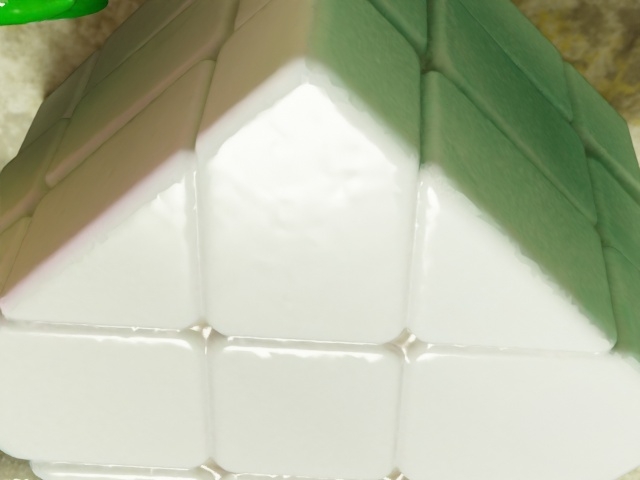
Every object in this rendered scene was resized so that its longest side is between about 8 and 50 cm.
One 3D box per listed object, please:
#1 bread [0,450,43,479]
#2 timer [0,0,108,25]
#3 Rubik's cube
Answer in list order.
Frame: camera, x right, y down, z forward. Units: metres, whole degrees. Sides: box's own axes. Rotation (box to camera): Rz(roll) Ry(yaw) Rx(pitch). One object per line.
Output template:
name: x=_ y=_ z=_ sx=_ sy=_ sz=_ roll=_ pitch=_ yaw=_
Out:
bread: x=-0.303 y=0.263 z=1.108 sx=0.337 sy=0.102 sz=0.183 roll=-19 pitch=106 yaw=-2
timer: x=-0.260 y=-0.146 z=0.732 sx=0.285 sy=0.285 sz=0.285 roll=2 pitch=127 yaw=3
Rubik's cube: x=0.000 y=0.000 z=0.782 sx=0.318 sy=0.316 sz=0.322 roll=-37 pitch=118 yaw=27
